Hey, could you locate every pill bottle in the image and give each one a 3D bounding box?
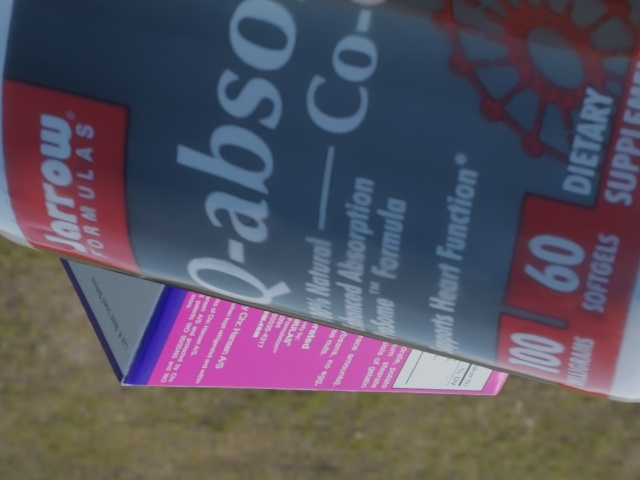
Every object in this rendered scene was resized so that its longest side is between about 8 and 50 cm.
[{"bbox_3d":[-0.019,-0.079,0.703,0.363,0.210,0.210,14,162,10],"label":"pill bottle"}]

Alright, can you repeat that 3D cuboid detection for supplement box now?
[{"bbox_3d":[0.000,0.000,0.908,0.220,0.111,0.114,5,125,-34],"label":"supplement box"}]
